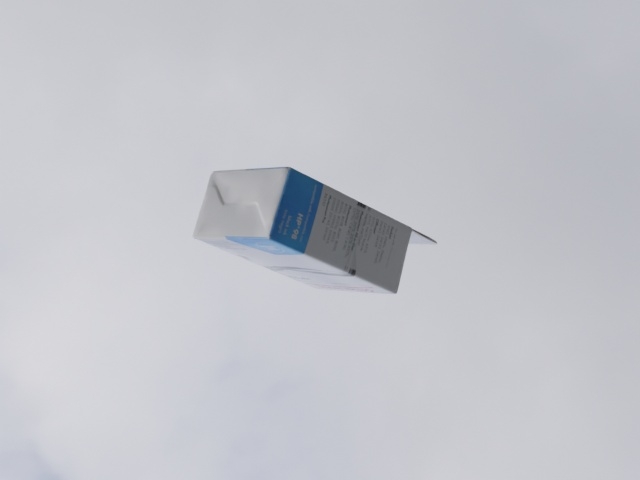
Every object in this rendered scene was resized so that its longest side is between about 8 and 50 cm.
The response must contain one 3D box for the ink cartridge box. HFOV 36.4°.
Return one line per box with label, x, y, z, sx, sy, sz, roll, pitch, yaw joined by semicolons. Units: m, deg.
ink cartridge box;0.000;0.000;0.804;0.180;0.104;0.060;24;-105;-39
